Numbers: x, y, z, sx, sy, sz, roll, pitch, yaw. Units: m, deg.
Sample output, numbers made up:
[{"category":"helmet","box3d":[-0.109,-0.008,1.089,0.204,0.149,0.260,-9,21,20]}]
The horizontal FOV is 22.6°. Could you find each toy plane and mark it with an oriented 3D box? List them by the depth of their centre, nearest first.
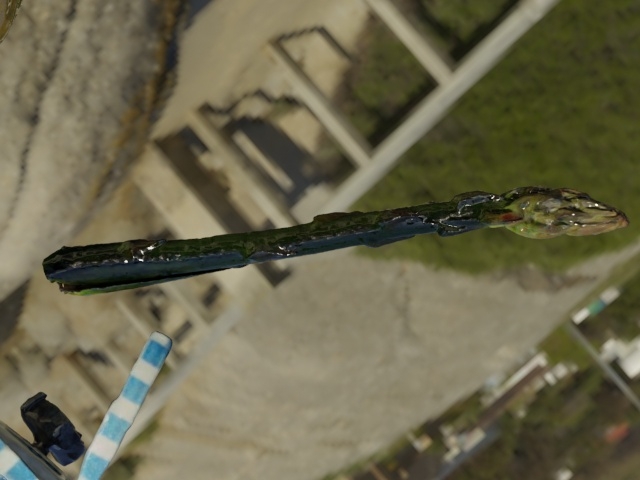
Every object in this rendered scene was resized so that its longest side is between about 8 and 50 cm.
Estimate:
[{"category":"toy plane","box3d":[-0.173,0.091,0.729,0.182,0.273,0.107,-60,-172,-18]}]

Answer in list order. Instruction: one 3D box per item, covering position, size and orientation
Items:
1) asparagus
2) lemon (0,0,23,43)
[{"category":"asparagus","box3d":[0.000,0.000,0.600,0.233,0.023,0.022,-7,-175,23]},{"category":"lemon","box3d":[-0.217,-0.147,0.745,0.170,0.170,0.207,-43,-146,41]}]
